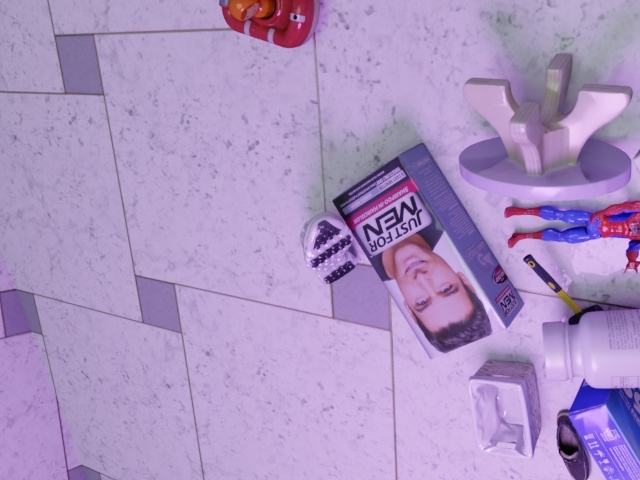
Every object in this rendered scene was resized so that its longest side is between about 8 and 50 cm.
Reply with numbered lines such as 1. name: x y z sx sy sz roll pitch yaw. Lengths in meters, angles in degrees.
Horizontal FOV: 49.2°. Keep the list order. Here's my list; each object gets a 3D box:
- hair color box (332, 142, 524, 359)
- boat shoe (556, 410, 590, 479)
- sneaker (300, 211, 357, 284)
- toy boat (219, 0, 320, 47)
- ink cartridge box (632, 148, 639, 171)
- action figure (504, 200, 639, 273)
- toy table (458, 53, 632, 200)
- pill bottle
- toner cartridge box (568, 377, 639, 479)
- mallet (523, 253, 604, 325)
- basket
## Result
1. hair color box: 0.207 0.024 1.362 0.185 0.113 0.374 -32 90 38
2. boat shoe: 0.489 0.412 1.371 0.056 0.049 0.152 -13 102 37
3. sneaker: 0.000 0.000 1.422 0.118 0.110 0.292 57 174 18
4. toy boat: -0.118 -0.459 1.358 0.231 0.151 0.151 25 121 24
5. ink cartridge box: 0.591 -0.053 1.016 0.114 0.198 0.273 -33 89 37
6. action figure: 0.444 -0.012 1.177 0.280 0.139 0.092 -1 109 32
7. toy table: 0.351 -0.175 1.117 0.274 0.252 0.161 2 127 22
8. pill bottle: 0.499 0.184 1.186 0.229 0.131 0.131 -6 106 19
9. toner cartridge box: 0.575 0.405 1.238 0.075 0.165 0.348 -31 91 38
10. mallet: 0.439 0.090 1.251 0.062 0.039 0.190 -30 108 34
11. basket: 0.370 0.329 1.384 0.113 0.103 0.167 -1 109 34
